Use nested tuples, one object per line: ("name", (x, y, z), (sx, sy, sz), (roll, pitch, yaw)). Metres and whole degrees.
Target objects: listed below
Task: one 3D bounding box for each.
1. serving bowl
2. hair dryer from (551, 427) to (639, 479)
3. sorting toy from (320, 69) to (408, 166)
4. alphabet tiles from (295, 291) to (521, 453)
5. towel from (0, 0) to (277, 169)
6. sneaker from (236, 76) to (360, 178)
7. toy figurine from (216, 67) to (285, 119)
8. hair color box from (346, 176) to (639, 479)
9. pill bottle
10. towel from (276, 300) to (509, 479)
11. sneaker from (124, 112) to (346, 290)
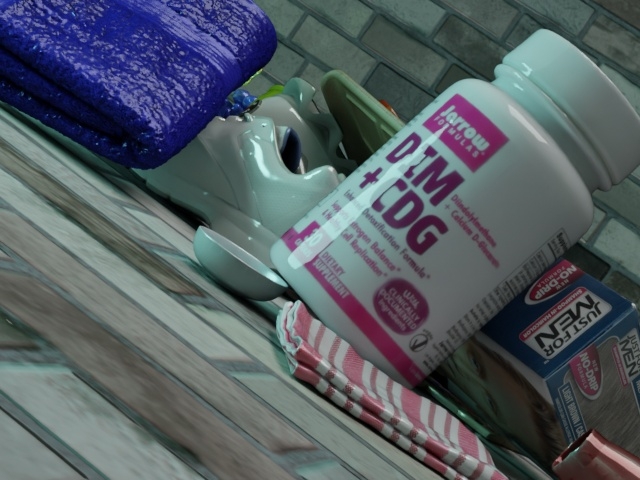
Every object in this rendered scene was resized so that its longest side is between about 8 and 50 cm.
("serving bowl", (-0.066, 0.023, 1.079), (0.083, 0.027, 0.083), (36, 3, -2))
("hair dryer", (0.237, 0.226, 0.920), (0.293, 0.080, 0.223), (50, -9, -34))
("sorting toy", (0.111, -0.025, 1.486), (0.229, 0.041, 0.307), (42, -20, 52))
("alphabet tiles", (0.100, 0.132, 1.363), (0.237, 0.009, 0.198), (37, 3, 33))
("towel", (-0.180, -0.193, 1.303), (0.228, 0.076, 0.308), (28, 33, 3))
("sneaker", (0.000, 0.000, 1.521), (0.330, 0.146, 0.122), (57, -22, -3))
("toy figurine", (-0.176, -0.131, 1.709), (0.217, 0.191, 0.362), (2, 17, -24))
("hair color box", (0.146, 0.067, 1.266), (0.347, 0.105, 0.174), (37, -21, 48))
("pill bottle", (0.112, -0.025, 1.108), (0.160, 0.283, 0.160), (48, 0, 1))
("towel", (0.055, 0.115, 0.968), (0.197, 0.029, 0.144), (35, 4, -10))
("sneaker", (-0.085, -0.068, 1.338), (0.297, 0.129, 0.111), (36, 5, 33))
